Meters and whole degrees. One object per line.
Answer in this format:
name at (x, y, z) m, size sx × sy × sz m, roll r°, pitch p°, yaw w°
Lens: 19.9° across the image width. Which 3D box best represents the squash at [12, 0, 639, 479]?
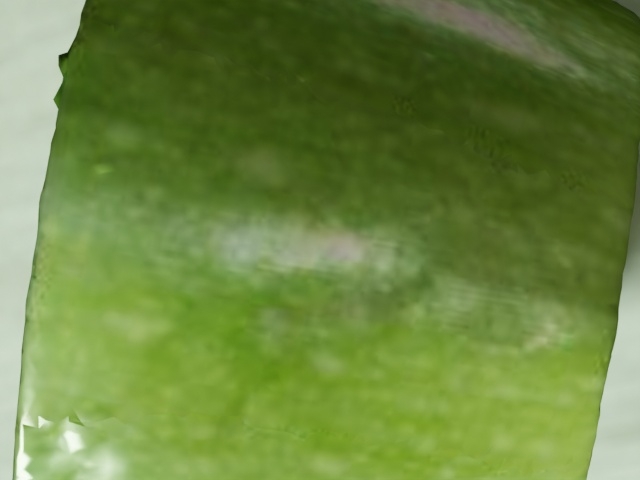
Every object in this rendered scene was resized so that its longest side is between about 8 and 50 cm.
squash at (0.000, 0.000, 0.381) m, size 0.123 × 0.170 × 0.170 m, roll 9°, pitch 111°, yaw 6°
